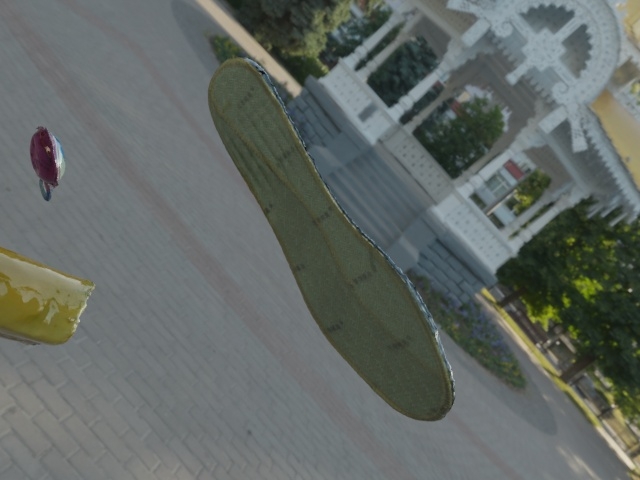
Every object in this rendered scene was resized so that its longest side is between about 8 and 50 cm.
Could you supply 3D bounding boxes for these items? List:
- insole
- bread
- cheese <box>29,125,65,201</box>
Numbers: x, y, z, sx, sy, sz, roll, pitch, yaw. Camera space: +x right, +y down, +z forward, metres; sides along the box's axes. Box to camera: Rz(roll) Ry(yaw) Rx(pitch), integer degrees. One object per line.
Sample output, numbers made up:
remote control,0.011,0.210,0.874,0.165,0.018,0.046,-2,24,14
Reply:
insole,0.000,0.000,0.507,0.009,0.119,0.348,-26,83,-44
bread,-0.337,0.050,0.620,0.173,0.134,0.085,30,63,-43
cheese,-0.413,-0.113,0.912,0.038,0.145,0.095,-14,68,-34
